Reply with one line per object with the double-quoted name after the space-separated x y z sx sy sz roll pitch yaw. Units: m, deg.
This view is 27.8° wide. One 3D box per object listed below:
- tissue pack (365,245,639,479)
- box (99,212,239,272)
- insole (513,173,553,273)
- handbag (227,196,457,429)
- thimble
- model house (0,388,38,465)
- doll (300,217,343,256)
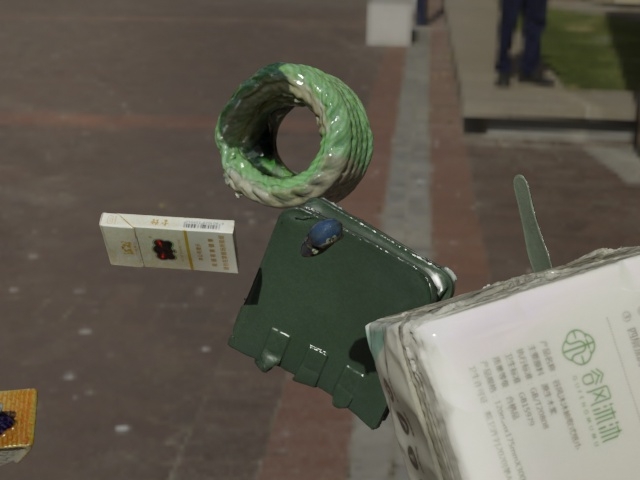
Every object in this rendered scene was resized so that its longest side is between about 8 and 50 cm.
0.221 0.203 1.123 0.266 0.356 0.194 -16 0 -11 "tissue pack"
-0.187 0.003 1.625 0.167 0.090 0.024 3 55 5 "box"
0.254 -0.005 1.540 0.002 0.153 0.053 -14 0 -19 "insole"
0.026 0.099 1.760 0.247 0.260 0.079 30 25 14 "handbag"
-0.038 -0.143 1.877 0.219 0.219 0.150 7 1 22 "thimble"
-0.396 0.212 1.549 0.100 0.100 0.088 -23 48 25 "model house"
0.000 0.000 1.324 0.037 0.027 0.125 -29 -6 -11 "doll"
